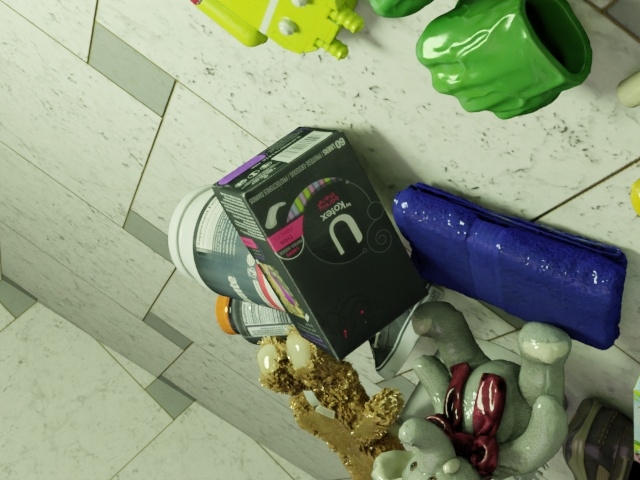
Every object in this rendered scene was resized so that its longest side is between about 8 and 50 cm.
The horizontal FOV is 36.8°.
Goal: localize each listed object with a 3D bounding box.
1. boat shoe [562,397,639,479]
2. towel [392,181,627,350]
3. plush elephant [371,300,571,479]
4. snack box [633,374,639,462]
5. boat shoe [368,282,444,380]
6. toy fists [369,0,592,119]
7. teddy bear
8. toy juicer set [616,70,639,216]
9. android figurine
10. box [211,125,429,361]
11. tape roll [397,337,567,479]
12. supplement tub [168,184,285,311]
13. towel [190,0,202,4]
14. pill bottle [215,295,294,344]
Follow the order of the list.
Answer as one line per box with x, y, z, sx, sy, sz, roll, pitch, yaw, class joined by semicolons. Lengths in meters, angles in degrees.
0.499;0.398;1.590;0.130;0.132;0.355;15;152;38;boat shoe
0.254;0.030;1.274;0.308;0.076;0.227;23;162;23;towel
0.200;0.281;1.357;0.272;0.255;0.330;16;133;47;plush elephant
0.433;0.161;1.149;0.070;0.174;0.207;18;152;27;snack box
0.120;0.143;1.622;0.102;0.108;0.301;31;155;8;boat shoe
0.126;-0.229;0.895;0.279;0.096;0.142;45;145;-21;toy fists
0.033;0.267;1.590;0.338;0.113;0.245;39;136;1;teddy bear
0.381;-0.067;0.900;0.209;0.089;0.329;18;134;61;toy juicer set
-0.070;-0.301;1.062;0.273;0.056;0.248;37;157;-3;android figurine
0.000;0.000;1.312;0.270;0.165;0.143;60;164;-20;box
0.275;0.301;1.647;0.246;0.169;0.246;29;158;13;tape roll
-0.092;0.006;1.521;0.272;0.191;0.191;10;148;44;supplement tub
-0.176;-0.391;0.963;0.275;0.031;0.199;48;147;-5;towel
-0.060;0.113;1.649;0.246;0.130;0.130;-6;138;32;pill bottle
